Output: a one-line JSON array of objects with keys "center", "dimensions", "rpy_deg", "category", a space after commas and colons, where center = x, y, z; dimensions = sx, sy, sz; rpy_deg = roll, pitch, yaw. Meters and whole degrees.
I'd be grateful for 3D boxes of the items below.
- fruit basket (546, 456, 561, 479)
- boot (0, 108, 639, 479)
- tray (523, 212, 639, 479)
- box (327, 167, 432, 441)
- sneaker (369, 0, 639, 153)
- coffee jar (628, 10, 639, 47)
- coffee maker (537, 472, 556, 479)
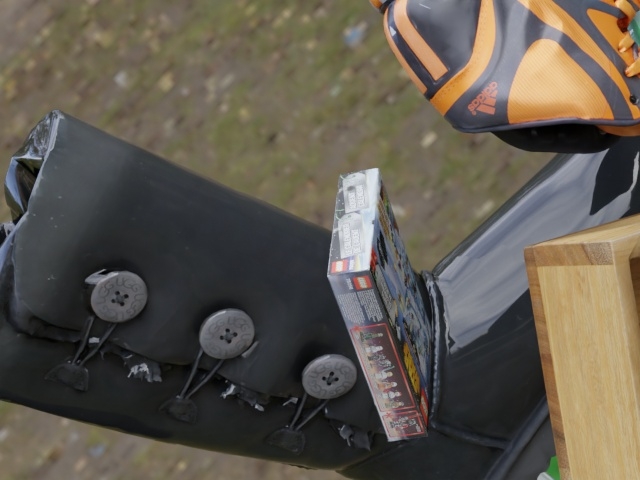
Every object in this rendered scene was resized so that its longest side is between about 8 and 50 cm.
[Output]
[{"center": [0.329, 0.130, 1.644], "dimensions": [0.283, 0.392, 0.392], "rpy_deg": [-28, 10, -38], "category": "fruit basket"}, {"center": [-0.001, 0.002, 1.283], "dimensions": [0.367, 0.445, 0.146], "rpy_deg": [-65, 16, 14], "category": "boot"}, {"center": [0.302, 0.061, 1.148], "dimensions": [0.411, 0.202, 0.076], "rpy_deg": [-15, 7, -42], "category": "tray"}, {"center": [0.037, 0.039, 1.071], "dimensions": [0.027, 0.137, 0.094], "rpy_deg": [-10, 38, 13], "category": "box"}, {"center": [0.204, -0.163, 1.213], "dimensions": [0.321, 0.180, 0.124], "rpy_deg": [-27, -8, -8], "category": "sneaker"}, {"center": [0.344, -0.246, 1.890], "dimensions": [0.096, 0.184, 0.079], "rpy_deg": [-23, -18, -12], "category": "coffee jar"}, {"center": [0.204, 0.295, 1.622], "dimensions": [0.120, 0.171, 0.178], "rpy_deg": [-22, 35, -31], "category": "coffee maker"}]
